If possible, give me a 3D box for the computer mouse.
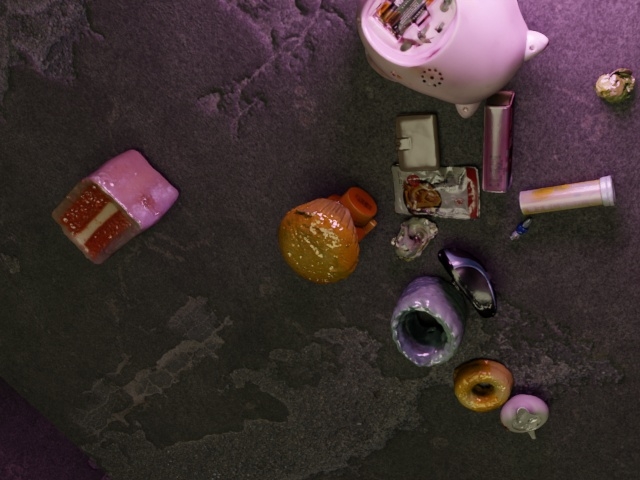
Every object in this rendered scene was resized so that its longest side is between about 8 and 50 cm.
[{"bbox_3d":[0.417,0.104,1.874,0.096,0.137,0.233,-38,99,15],"label":"computer mouse"}]

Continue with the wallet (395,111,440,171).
[{"bbox_3d":[0.250,-0.254,1.771,0.118,0.039,0.152,2,114,21],"label":"wallet"}]

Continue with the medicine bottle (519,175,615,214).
[{"bbox_3d":[0.611,-0.108,1.698,0.218,0.074,0.073,-8,116,29],"label":"medicine bottle"}]

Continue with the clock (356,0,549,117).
[{"bbox_3d":[0.274,-0.468,1.500,0.377,0.250,0.368,43,127,-6],"label":"clock"}]

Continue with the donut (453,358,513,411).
[{"bbox_3d":[0.493,0.450,2.088,0.190,0.074,0.174,-22,109,31],"label":"donut"}]

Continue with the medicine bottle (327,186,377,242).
[{"bbox_3d":[0.052,-0.046,1.941,0.149,0.112,0.222,42,127,-5],"label":"medicine bottle"}]

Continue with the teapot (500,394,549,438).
[{"bbox_3d":[0.618,0.527,2.067,0.145,0.092,0.226,-21,132,17],"label":"teapot"}]

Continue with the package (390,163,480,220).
[{"bbox_3d":[0.307,-0.133,1.832,0.240,0.030,0.154,4,119,21],"label":"package"}]

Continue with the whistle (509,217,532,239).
[{"bbox_3d":[0.532,-0.028,1.805,0.033,0.029,0.083,6,138,-26],"label":"whistle"}]

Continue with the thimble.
[{"bbox_3d":[0.313,0.240,1.973,0.205,0.172,0.250,-4,117,22],"label":"thimble"}]

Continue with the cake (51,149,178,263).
[{"bbox_3d":[-0.639,-0.102,2.123,0.309,0.230,0.237,-33,102,35],"label":"cake"}]

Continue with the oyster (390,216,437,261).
[{"bbox_3d":[0.250,-0.001,1.923,0.109,0.053,0.165,17,121,-20],"label":"oyster"}]

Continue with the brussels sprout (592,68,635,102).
[{"bbox_3d":[0.665,-0.349,1.535,0.085,0.058,0.085,2,111,6],"label":"brussels sprout"}]

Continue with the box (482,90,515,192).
[{"bbox_3d":[0.432,-0.240,1.659,0.069,0.120,0.224,5,120,20],"label":"box"}]

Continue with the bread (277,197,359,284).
[{"bbox_3d":[-0.001,0.004,1.835,0.240,0.139,0.239,11,123,18],"label":"bread"}]
